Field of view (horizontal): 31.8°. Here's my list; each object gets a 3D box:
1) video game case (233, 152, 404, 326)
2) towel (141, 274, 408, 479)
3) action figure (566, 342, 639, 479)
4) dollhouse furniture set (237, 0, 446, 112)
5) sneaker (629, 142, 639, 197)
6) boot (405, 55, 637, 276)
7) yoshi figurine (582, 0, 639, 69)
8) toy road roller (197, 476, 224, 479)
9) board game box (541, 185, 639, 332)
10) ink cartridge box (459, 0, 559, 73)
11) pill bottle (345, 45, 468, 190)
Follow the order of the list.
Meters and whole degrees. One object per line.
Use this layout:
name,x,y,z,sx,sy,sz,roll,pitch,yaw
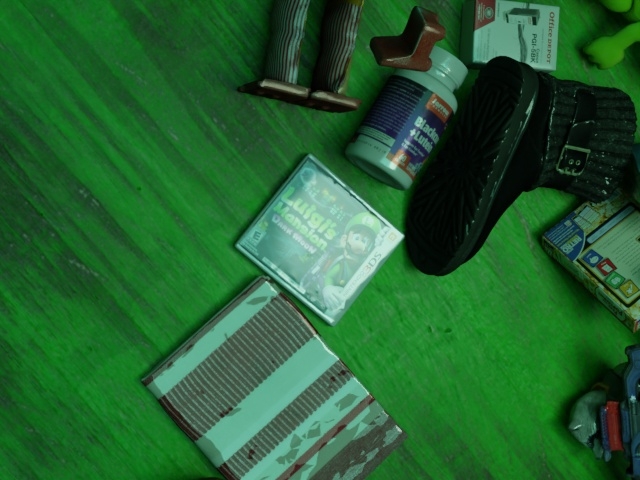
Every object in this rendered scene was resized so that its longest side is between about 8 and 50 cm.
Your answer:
video game case,0.000,0.000,1.612,0.190,0.022,0.173,40,82,-13
towel,-0.062,0.242,1.601,0.237,0.037,0.329,-42,100,-7
action figure,0.535,0.296,1.700,0.330,0.178,0.341,1,106,2
dollhouse furniture set,0.029,-0.286,1.430,0.152,0.374,0.201,10,88,-19
sneaker,0.502,-0.090,1.656,0.087,0.228,0.092,-4,111,20
boot,0.299,-0.085,1.635,0.260,0.131,0.348,12,113,-37
yoshi figurine,0.515,-0.324,1.686,0.362,0.203,0.203,55,38,4
toy road roller,-0.183,0.462,1.502,0.329,0.202,0.240,-20,83,-14
board game box,0.448,0.021,1.661,0.147,0.045,0.193,-36,60,-10
ink cartridge box,0.279,-0.301,1.655,0.135,0.056,0.099,2,91,-14
pill bottle,0.127,-0.178,1.593,0.108,0.108,0.193,33,84,-14
